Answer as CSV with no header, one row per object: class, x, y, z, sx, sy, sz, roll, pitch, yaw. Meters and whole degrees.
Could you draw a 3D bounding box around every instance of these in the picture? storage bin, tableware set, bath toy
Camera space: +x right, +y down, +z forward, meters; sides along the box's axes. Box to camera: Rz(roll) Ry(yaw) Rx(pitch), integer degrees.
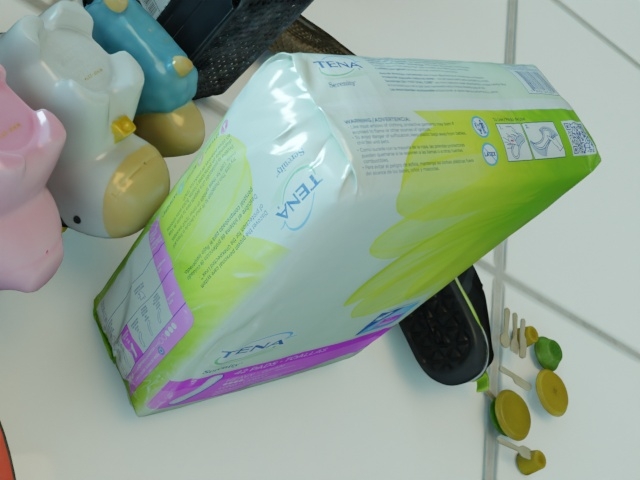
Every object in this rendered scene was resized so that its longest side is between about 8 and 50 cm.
storage bin,-0.098,-0.197,0.699,0.084,0.180,0.122,-22,81,-44
tableware set,0.199,0.148,0.863,0.104,0.024,0.154,32,49,-26
bath toy,-0.194,-0.034,0.525,0.151,0.129,0.348,50,33,-6

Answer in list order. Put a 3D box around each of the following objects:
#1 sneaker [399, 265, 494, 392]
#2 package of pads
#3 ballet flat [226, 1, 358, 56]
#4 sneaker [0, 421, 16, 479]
sneaker,0.098,0.029,0.825,0.097,0.084,0.235,16,55,-61
package of pads,0.000,0.000,0.590,0.229,0.296,0.101,-8,63,-41
ballet flat,-0.003,-0.169,0.854,0.250,0.058,0.084,33,14,-27
sneaker,-0.233,0.167,0.455,0.145,0.090,0.270,-11,77,-44
